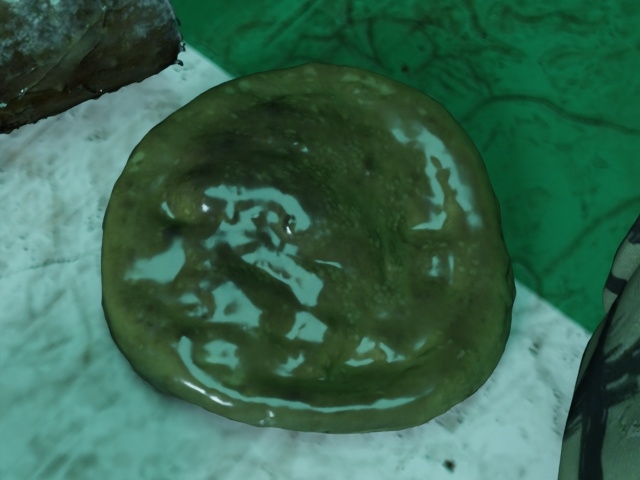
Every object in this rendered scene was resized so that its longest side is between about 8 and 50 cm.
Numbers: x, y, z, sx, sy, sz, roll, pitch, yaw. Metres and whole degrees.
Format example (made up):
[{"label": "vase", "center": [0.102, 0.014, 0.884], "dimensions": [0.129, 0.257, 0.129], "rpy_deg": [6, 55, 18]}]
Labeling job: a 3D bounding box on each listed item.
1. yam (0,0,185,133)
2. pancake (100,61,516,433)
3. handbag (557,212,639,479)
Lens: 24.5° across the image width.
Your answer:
[{"label": "yam", "center": [-0.220, -0.100, 0.777], "dimensions": [0.280, 0.131, 0.131], "rpy_deg": [-24, 65, -20]}, {"label": "pancake", "center": [0.000, 0.000, 0.786], "dimensions": [0.242, 0.050, 0.241], "rpy_deg": [3, 60, -5]}, {"label": "handbag", "center": [0.186, 0.096, 0.594], "dimensions": [0.163, 0.327, 0.325], "rpy_deg": [12, 57, 5]}]
